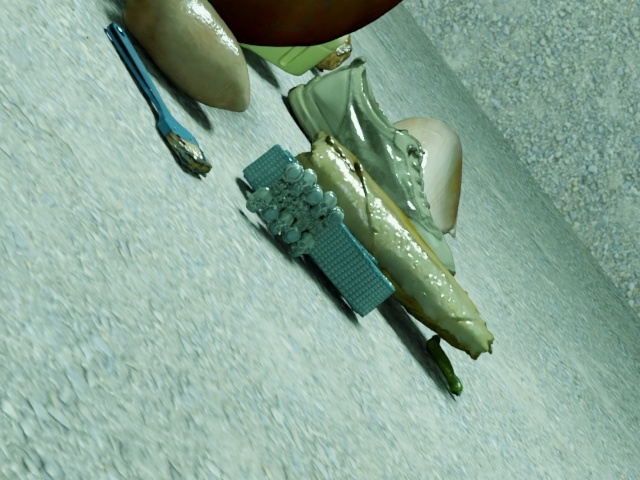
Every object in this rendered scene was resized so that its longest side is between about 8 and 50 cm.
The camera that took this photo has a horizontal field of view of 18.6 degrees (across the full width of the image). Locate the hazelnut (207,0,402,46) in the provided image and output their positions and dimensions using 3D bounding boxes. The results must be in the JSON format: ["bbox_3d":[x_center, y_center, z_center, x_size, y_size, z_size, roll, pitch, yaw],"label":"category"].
[{"bbox_3d":[-0.049,-0.391,1.865,0.409,0.359,0.359,44,12,-6],"label":"hazelnut"}]

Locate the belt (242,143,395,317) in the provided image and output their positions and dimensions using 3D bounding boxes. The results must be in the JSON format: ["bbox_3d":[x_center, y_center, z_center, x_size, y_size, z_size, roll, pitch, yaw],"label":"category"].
[{"bbox_3d":[0.004,-0.003,1.727,0.179,0.065,0.100,48,3,-21],"label":"belt"}]

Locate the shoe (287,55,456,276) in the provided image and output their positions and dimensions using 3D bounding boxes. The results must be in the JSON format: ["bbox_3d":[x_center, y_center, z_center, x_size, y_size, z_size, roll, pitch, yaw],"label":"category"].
[{"bbox_3d":[0.073,-0.076,2.132,0.275,0.098,0.103,56,15,6],"label":"shoe"}]

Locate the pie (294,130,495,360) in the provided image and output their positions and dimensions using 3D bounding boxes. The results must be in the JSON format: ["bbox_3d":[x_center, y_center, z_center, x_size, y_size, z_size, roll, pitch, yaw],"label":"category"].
[{"bbox_3d":[0.075,0.013,1.926,0.282,0.068,0.128,47,1,-3],"label":"pie"}]

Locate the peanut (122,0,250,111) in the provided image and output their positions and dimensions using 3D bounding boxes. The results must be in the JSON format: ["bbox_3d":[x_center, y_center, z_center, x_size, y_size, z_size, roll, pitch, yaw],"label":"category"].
[{"bbox_3d":[-0.113,-0.169,1.732,0.152,0.076,0.076,45,14,-27],"label":"peanut"}]

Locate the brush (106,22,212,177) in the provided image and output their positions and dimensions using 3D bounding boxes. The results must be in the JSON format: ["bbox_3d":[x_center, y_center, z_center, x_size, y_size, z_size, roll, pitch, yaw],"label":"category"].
[{"bbox_3d":[-0.138,-0.120,1.628,0.164,0.014,0.051,57,11,23],"label":"brush"}]

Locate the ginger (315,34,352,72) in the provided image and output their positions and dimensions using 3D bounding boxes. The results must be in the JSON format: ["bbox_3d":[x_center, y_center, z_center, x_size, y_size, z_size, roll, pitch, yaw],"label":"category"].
[{"bbox_3d":[-0.011,-0.284,2.459,0.103,0.073,0.162,59,13,-29],"label":"ginger"}]

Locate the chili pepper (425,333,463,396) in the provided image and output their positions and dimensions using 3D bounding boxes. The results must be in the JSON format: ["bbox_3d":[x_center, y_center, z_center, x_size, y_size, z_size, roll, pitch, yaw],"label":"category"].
[{"bbox_3d":[0.121,0.121,1.937,0.030,0.017,0.083,53,10,-49],"label":"chili pepper"}]

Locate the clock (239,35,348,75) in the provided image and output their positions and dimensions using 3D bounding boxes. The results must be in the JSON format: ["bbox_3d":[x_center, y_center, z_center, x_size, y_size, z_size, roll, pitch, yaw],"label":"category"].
[{"bbox_3d":[-0.093,-0.340,2.152,0.235,0.096,0.308,29,32,-45],"label":"clock"}]

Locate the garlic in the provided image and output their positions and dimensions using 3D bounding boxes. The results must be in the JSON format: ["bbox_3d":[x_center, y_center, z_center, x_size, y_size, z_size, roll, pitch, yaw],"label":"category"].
[{"bbox_3d":[0.115,-0.072,2.332,0.148,0.128,0.266,42,21,5],"label":"garlic"}]
